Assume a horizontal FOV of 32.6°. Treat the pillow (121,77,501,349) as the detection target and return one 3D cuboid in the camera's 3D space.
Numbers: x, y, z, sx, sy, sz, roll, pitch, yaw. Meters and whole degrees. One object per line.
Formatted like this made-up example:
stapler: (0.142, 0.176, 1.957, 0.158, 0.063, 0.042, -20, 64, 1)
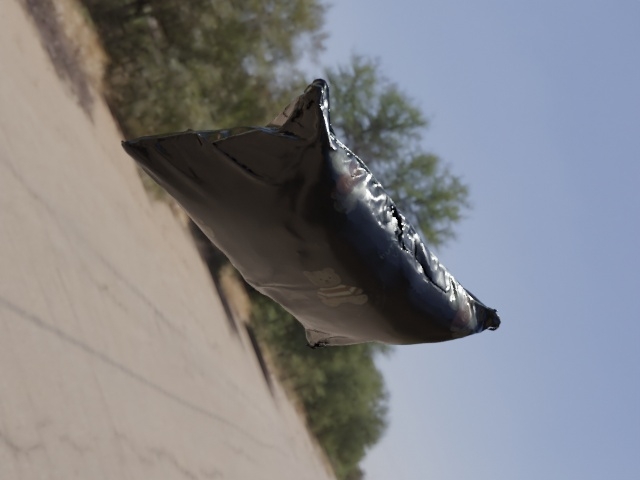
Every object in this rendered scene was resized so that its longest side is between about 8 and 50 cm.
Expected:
pillow: (0.000, 0.001, 0.428, 0.090, 0.048, 0.150, 9, -28, 40)
